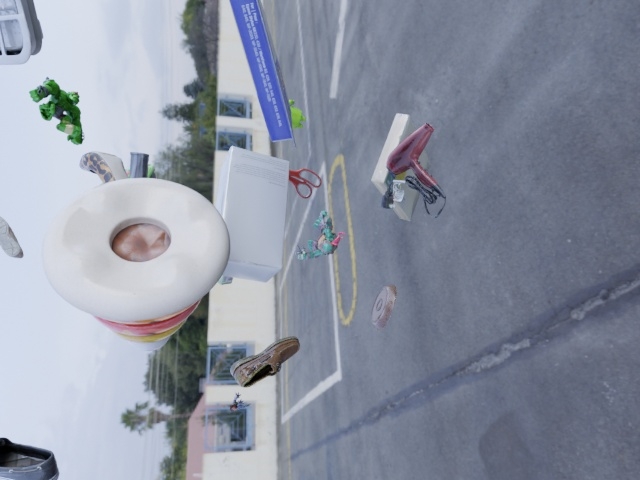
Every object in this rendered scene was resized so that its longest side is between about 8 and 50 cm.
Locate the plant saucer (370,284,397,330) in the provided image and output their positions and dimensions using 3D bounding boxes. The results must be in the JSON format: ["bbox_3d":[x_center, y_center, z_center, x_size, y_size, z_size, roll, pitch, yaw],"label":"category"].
[{"bbox_3d":[0.213,0.226,1.574,0.168,0.029,0.168,-158,90,-83],"label":"plant saucer"}]

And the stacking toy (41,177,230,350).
[{"bbox_3d":[-0.398,0.125,1.065,0.479,0.351,0.350,107,160,-49],"label":"stacking toy"}]

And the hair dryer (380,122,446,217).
[{"bbox_3d":[0.313,-0.227,1.463,0.224,0.080,0.293,10,100,33],"label":"hair dryer"}]

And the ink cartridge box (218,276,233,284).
[{"bbox_3d":[-0.372,0.024,1.605,0.235,0.056,0.171,35,115,34],"label":"ink cartridge box"}]

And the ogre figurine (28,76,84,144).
[{"bbox_3d":[-0.739,-0.376,1.296,0.197,0.097,0.118,38,-144,-52],"label":"ogre figurine"}]

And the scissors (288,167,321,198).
[{"bbox_3d":[-0.137,-0.265,1.734,0.108,0.297,0.021,-58,12,7],"label":"scissors"}]

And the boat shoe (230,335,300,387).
[{"bbox_3d":[-0.201,0.496,1.839,0.104,0.308,0.110,39,144,44],"label":"boat shoe"}]

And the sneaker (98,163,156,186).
[{"bbox_3d":[-0.605,-0.062,1.475,0.202,0.186,0.482,73,-173,-51],"label":"sneaker"}]

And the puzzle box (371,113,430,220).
[{"bbox_3d":[0.323,-0.268,1.767,0.409,0.052,0.271,37,-108,-60],"label":"puzzle box"}]

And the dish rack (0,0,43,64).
[{"bbox_3d":[-0.690,-0.534,0.925,0.072,0.286,0.332,-44,-43,-56],"label":"dish rack"}]

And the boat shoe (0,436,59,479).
[{"bbox_3d":[-0.608,0.408,0.861,0.080,0.229,0.075,-62,-16,-72],"label":"boat shoe"}]

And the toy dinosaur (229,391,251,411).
[{"bbox_3d":[-0.240,0.456,1.273,0.047,0.090,0.082,47,127,21],"label":"toy dinosaur"}]

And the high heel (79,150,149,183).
[{"bbox_3d":[-0.530,-0.125,1.142,0.093,0.262,0.186,2,-87,-59],"label":"high heel"}]

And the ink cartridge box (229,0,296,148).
[{"bbox_3d":[-0.126,-0.385,1.012,0.307,0.072,0.303,-97,-6,-59],"label":"ink cartridge box"}]

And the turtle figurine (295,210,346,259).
[{"bbox_3d":[0.000,0.000,1.460,0.175,0.118,0.234,-54,6,5],"label":"turtle figurine"}]

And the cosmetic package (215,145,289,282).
[{"bbox_3d":[-0.214,-0.076,1.372,0.155,0.197,0.364,141,138,-58],"label":"cosmetic package"}]

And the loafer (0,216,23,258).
[{"bbox_3d":[-0.781,-0.005,1.136,0.125,0.045,0.039,53,161,11],"label":"loafer"}]

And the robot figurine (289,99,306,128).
[{"bbox_3d":[-0.106,-0.400,1.467,0.101,0.115,0.067,-63,30,20],"label":"robot figurine"}]
